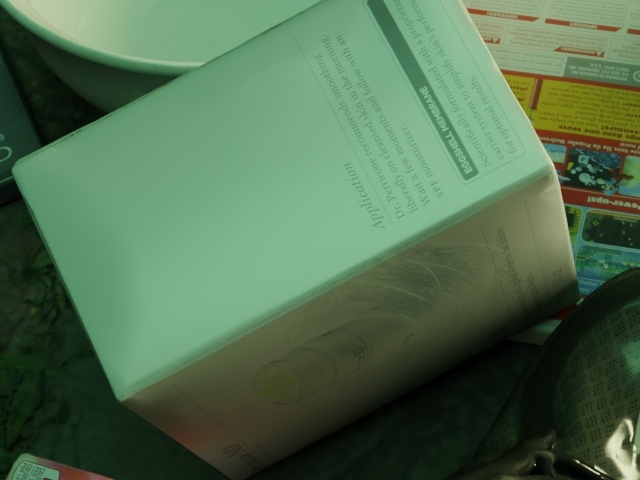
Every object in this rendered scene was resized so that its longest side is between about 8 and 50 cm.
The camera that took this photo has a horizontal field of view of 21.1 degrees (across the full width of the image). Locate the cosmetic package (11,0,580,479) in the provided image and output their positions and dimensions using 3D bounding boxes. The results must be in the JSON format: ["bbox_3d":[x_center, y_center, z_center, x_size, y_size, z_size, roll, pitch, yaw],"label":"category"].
[{"bbox_3d":[0.000,0.000,0.873,0.224,0.224,0.138,-27,69,3],"label":"cosmetic package"}]

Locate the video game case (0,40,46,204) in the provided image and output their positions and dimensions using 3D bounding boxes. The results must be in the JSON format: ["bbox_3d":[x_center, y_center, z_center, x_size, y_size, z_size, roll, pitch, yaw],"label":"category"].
[{"bbox_3d":[-0.307,-0.107,1.131,0.196,0.026,0.274,-24,59,-5],"label":"video game case"}]

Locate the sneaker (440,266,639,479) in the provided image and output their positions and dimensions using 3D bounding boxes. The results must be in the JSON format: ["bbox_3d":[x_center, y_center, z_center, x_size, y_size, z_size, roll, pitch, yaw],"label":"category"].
[{"bbox_3d":[0.088,0.184,0.773,0.185,0.202,0.483,22,56,22],"label":"sneaker"}]

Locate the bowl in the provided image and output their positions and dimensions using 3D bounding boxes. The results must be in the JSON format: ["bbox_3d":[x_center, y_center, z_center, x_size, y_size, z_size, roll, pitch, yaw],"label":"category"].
[{"bbox_3d":[-0.055,-0.157,1.038,0.297,0.134,0.298,-1,48,1],"label":"bowl"}]

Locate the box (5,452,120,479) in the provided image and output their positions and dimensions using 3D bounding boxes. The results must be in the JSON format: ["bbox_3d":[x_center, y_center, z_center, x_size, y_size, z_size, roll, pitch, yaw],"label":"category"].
[{"bbox_3d":[-0.129,0.252,0.827,0.122,0.128,0.257,14,62,17],"label":"box"}]

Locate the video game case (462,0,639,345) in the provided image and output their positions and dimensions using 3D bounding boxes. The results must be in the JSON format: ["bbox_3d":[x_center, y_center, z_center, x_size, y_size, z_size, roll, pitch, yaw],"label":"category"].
[{"bbox_3d":[0.130,-0.071,1.036,0.204,0.025,0.285,10,61,15],"label":"video game case"}]
